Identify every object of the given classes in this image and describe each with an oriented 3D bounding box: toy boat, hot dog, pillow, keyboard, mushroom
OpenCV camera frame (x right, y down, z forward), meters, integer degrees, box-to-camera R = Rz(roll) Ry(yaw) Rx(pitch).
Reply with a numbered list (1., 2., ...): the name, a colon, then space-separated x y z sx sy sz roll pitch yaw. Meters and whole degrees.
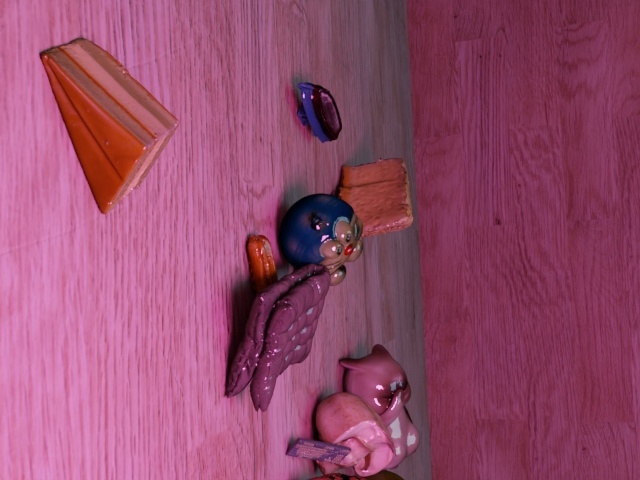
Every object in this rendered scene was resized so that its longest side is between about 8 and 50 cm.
1. toy boat: -0.013 -0.347 1.727 0.223 0.097 0.100 57 48 -58
2. hot dog: -0.123 0.065 1.387 0.071 0.045 0.164 -51 134 -62
3. pillow: -0.076 0.183 1.338 0.326 0.101 0.227 -35 145 -72
4. keyboard: -0.002 0.506 1.548 0.176 0.055 0.014 25 21 -38
5. mushroom: 0.066 0.507 1.712 0.253 0.195 0.189 52 4 -35

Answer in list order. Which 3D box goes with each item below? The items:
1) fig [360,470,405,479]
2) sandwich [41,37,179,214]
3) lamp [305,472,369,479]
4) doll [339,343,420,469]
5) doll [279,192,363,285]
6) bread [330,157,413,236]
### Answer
1. fig: 0.194 0.796 1.964 0.230 0.207 0.207 -28 113 -70
2. sandwich: -0.313 -0.159 0.900 0.187 0.144 0.117 44 30 -10
3. lamp: 0.048 0.659 1.419 0.305 0.306 0.239 -25 128 -71
4. doll: 0.185 0.528 1.979 0.215 0.226 0.369 -15 108 -36
5. doll: 0.001 -0.001 1.570 0.198 0.186 0.322 -54 168 -15
6. bread: 0.154 -0.137 1.961 0.315 0.249 0.278 51 32 -82
